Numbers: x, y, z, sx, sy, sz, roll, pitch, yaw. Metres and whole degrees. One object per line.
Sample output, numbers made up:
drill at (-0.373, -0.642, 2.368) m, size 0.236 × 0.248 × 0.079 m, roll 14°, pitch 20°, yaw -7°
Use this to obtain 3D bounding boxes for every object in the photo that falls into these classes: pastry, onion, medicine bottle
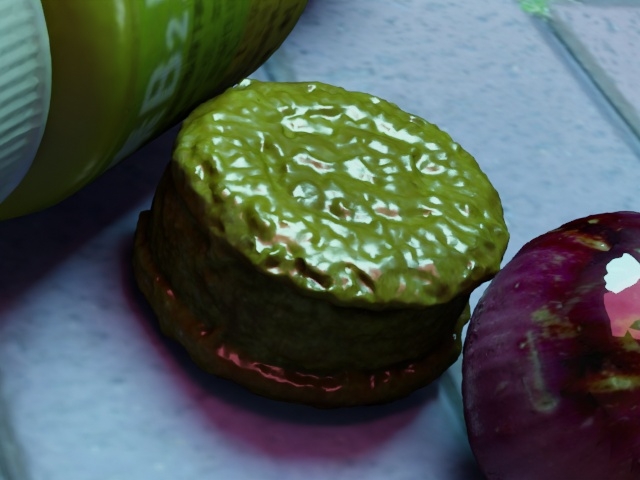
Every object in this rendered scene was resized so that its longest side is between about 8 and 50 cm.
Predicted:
pastry at (0.000, 0.000, 0.895) m, size 0.189 × 0.103 × 0.188 m, roll 12°, pitch 36°, yaw -9°
onion at (0.148, 0.074, 0.830) m, size 0.177 × 0.153 × 0.177 m, roll 33°, pitch 29°, yaw -21°
medicine bottle at (-0.169, -0.125, 0.849) m, size 0.224 × 0.224 × 0.384 m, roll 29°, pitch 32°, yaw 14°
